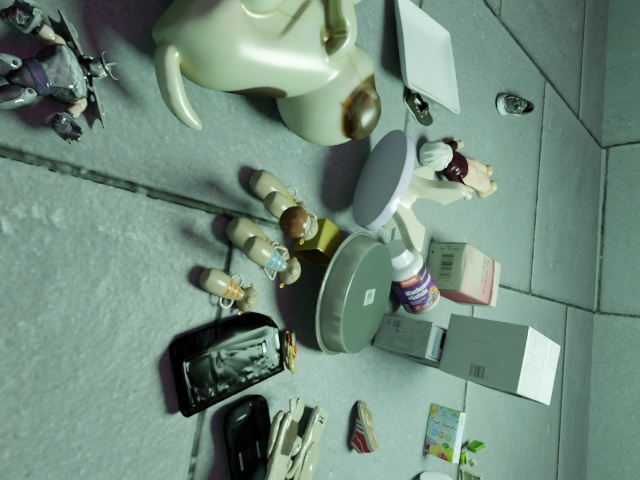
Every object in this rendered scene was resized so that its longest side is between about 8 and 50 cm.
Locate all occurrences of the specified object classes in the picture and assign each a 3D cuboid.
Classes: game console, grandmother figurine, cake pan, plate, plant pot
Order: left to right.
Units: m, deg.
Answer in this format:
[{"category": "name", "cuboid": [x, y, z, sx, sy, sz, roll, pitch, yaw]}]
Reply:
[{"category": "game console", "cuboid": [-0.154, 0.329, 0.826, 0.213, 0.043, 0.362, -13, 98, -42]}, {"category": "plant pot", "cuboid": [0.000, 0.000, 0.954, 0.081, 0.081, 0.083, 35, 60, -38]}, {"category": "cake pan", "cuboid": [0.087, 0.125, 0.986, 0.293, 0.054, 0.294, -31, 128, -51]}, {"category": "plate", "cuboid": [0.298, -0.516, 1.242, 0.277, 0.045, 0.278, 7, 75, -45]}, {"category": "grandmother figurine", "cuboid": [0.429, -0.221, 1.362, 0.342, 0.104, 0.208, 15, 52, -40]}]

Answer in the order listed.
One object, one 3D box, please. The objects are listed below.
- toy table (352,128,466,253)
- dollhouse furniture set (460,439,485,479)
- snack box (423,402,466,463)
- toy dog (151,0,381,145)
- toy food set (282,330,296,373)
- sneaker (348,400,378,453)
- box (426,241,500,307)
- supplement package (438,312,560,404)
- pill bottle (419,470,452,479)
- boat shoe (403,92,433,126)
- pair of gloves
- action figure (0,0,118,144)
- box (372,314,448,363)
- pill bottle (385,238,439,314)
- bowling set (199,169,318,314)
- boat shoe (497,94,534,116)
[{"category": "toy table", "cuboid": [0.198, -0.115, 1.047, 0.160, 0.252, 0.275, 31, 68, -24]}, {"category": "dollhouse furniture set", "cuboid": [0.507, 0.743, 1.437, 0.058, 0.076, 0.152, 0, 89, -43]}, {"category": "snack box", "cuboid": [0.364, 0.563, 1.282, 0.037, 0.100, 0.141, 27, 72, -40]}, {"category": "toy dog", "cuboid": [-0.050, -0.329, 0.771, 0.407, 0.284, 0.396, 28, 71, -42]}, {"category": "toy food set", "cuboid": [-0.062, 0.226, 0.899, 0.083, 0.020, 0.083, -68, 150, -81]}, {"category": "sneaker", "cuboid": [0.097, 0.461, 1.074, 0.042, 0.067, 0.119, 17, 48, -40]}, {"category": "box", "cuboid": [0.439, 0.108, 1.341, 0.232, 0.126, 0.149, 23, 74, -41]}, {"category": "supplement package", "cuboid": [0.434, 0.284, 1.057, 0.203, 0.194, 0.149, 28, 73, -39]}, {"category": "pill bottle", "cuboid": [0.324, 0.781, 1.229, 0.121, 0.121, 0.216, 4, 86, -44]}, {"category": "boat shoe", "cuboid": [0.292, -0.376, 1.263, 0.133, 0.042, 0.049, 35, 64, -40]}, {"category": "pair of gloves", "cuboid": [-0.057, 0.425, 0.876, 0.240, 0.042, 0.204, 55, 46, -57]}, {"category": "action figure", "cuboid": [-0.392, -0.206, 0.564, 0.285, 0.099, 0.186, -32, 107, -43]}, {"category": "box", "cuboid": [0.297, 0.287, 1.174, 0.289, 0.169, 0.087, 29, 70, -41]}, {"category": "pill bottle", "cuboid": [0.232, 0.094, 1.154, 0.108, 0.108, 0.194, -51, 122, -32]}, {"category": "bowling set", "cuboid": [-0.071, 0.010, 0.808, 0.154, 0.199, 0.287, 39, 68, -38]}, {"category": "boat shoe", "cuboid": [0.763, -0.522, 1.694, 0.228, 0.076, 0.080, -2, 91, -44]}]
